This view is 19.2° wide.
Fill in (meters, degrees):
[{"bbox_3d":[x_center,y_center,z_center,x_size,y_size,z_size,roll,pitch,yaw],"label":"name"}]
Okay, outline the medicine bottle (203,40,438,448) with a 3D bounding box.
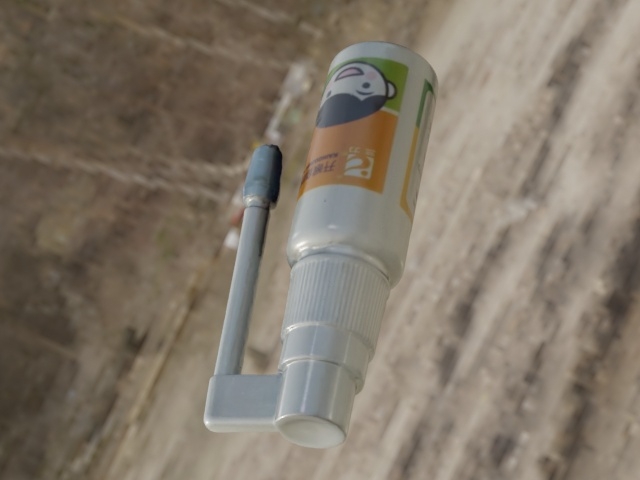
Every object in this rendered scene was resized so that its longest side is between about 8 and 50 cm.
[{"bbox_3d":[0.000,0.000,0.963,0.061,0.092,0.221,65,-149,-51],"label":"medicine bottle"}]
